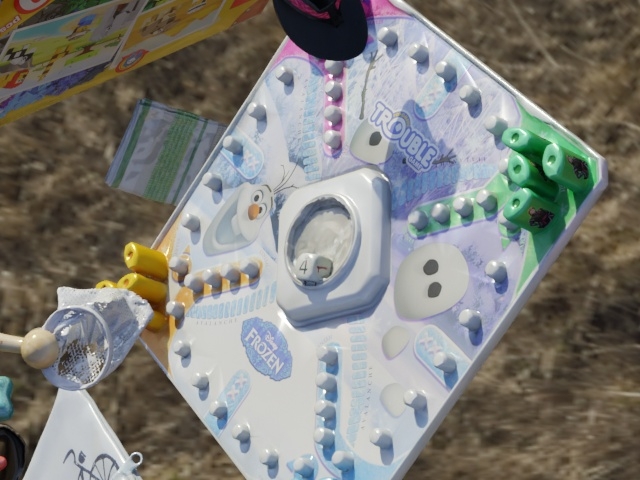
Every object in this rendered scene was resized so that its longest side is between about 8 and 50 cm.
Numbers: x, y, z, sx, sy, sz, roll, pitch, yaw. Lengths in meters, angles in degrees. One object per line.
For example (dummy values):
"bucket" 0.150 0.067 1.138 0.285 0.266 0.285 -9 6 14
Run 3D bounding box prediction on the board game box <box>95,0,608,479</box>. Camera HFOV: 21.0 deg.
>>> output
"board game box" 0.000 0.000 1.423 0.390 0.050 0.390 -56 44 13

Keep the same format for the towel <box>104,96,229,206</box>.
"towel" -0.151 -0.090 1.918 0.113 0.152 0.023 -64 25 23

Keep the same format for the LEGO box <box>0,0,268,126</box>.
"LEGO box" -0.240 -0.346 1.911 0.193 0.500 0.372 53 145 12

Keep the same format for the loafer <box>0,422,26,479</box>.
"loafer" -0.374 0.281 1.852 0.080 0.220 0.078 41 139 -15

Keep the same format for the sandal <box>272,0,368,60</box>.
"sandal" -0.013 -0.217 1.368 0.067 0.179 0.040 -30 26 -10

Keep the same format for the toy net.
"toy net" -0.215 0.098 1.174 0.232 0.045 0.122 -25 63 -13

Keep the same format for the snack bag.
"snack bag" -0.238 0.346 1.723 0.342 0.037 0.323 52 128 39
